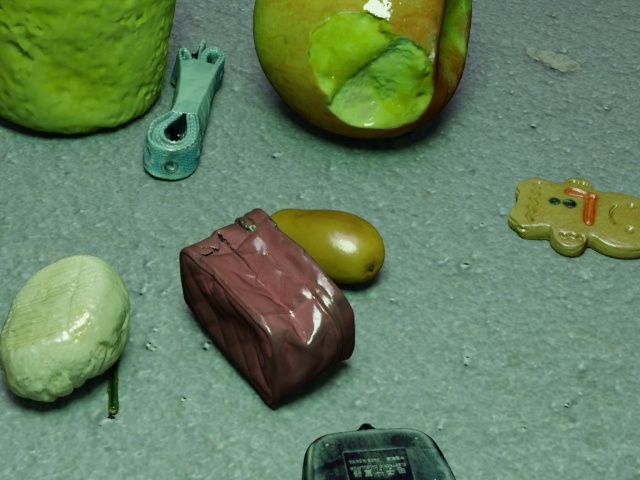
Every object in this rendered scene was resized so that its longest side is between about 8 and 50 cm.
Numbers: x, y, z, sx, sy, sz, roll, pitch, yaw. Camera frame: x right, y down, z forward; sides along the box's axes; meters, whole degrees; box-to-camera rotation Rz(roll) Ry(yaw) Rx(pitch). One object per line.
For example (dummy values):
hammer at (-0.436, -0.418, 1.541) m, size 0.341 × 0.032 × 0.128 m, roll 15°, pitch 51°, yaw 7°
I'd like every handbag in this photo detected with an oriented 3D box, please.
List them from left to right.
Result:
handbag at (-0.063, 0.074, 1.299) m, size 0.135 × 0.146 × 0.225 m, roll -28°, pitch 50°, yaw -24°

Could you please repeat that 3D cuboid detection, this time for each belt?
belt at (-0.208, -0.207, 1.664) m, size 0.087 × 0.072 × 0.302 m, roll 7°, pitch 41°, yaw 1°

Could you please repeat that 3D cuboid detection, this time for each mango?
mango at (0.000, 0.000, 1.434) m, size 0.184 × 0.085 × 0.102 m, roll 21°, pitch 44°, yaw 27°

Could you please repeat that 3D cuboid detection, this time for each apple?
apple at (0.061, -0.320, 1.626) m, size 0.339 × 0.339 × 0.339 m, roll 2°, pitch 41°, yaw -2°

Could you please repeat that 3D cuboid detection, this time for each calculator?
calculator at (0.071, 0.294, 1.141) m, size 0.177 × 0.040 × 0.268 m, roll -3°, pitch 37°, yaw -10°

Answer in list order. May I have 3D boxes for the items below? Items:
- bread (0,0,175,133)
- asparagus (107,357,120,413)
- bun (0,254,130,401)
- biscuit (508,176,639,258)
bread at (-0.376, -0.348, 1.637) m, size 0.348 × 0.308 × 0.348 m, roll 3°, pitch 35°, yaw -2°
asparagus at (-0.245, 0.143, 1.307) m, size 0.016 × 0.016 × 0.163 m, roll -20°, pitch 39°, yaw 13°
bun at (-0.298, 0.108, 1.277) m, size 0.164 × 0.111 × 0.188 m, roll -18°, pitch 38°, yaw 12°
biscuit at (0.383, -0.033, 1.533) m, size 0.225 × 0.036 × 0.166 m, roll 14°, pitch 41°, yaw 12°
